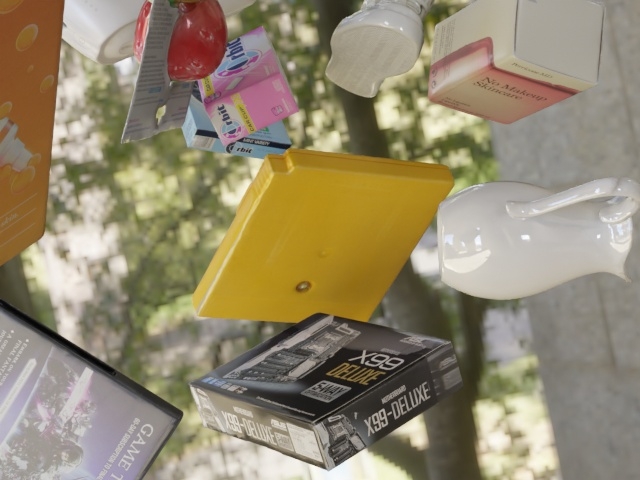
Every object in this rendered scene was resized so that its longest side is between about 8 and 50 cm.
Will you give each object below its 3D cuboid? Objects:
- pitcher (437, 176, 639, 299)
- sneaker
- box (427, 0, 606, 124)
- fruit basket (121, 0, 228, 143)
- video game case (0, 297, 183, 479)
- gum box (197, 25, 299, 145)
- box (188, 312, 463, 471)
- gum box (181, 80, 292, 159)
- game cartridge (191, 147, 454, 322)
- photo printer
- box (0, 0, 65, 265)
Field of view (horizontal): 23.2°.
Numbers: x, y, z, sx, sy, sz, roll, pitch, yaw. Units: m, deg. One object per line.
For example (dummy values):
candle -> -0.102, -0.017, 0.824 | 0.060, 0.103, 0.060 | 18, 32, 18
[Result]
pitcher -> 0.228, -0.015, 1.624 | 0.207, 0.125, 0.177 | -2, -30, 2
sneaker -> 0.090, -0.294, 1.978 | 0.108, 0.169, 0.292 | 29, -10, -8
box -> 0.277, -0.267, 2.229 | 0.149, 0.126, 0.232 | 14, -16, -23
fruit basket -> -0.164, -0.294, 1.787 | 0.165, 0.353, 0.327 | 20, 10, 4
video game case -> -0.292, 0.164, 1.437 | 0.196, 0.274, 0.026 | -56, 6, 16
gum box -> -0.101, -0.207, 2.046 | 0.107, 0.062, 0.188 | -25, 29, 3
box -> 0.004, 0.198, 2.126 | 0.242, 0.076, 0.307 | -28, 21, -30
gum box -> -0.142, -0.200, 2.329 | 0.157, 0.184, 0.041 | 7, -49, -29
game cartridge -> 0.000, 0.000, 2.226 | 0.285, 0.052, 0.323 | 5, -45, -28
photo printer -> -0.275, -0.386, 2.192 | 0.307, 0.256, 0.107 | -27, -20, -35
box -> -0.304, -0.109, 1.030 | 0.215, 0.168, 0.345 | -40, -23, -38
